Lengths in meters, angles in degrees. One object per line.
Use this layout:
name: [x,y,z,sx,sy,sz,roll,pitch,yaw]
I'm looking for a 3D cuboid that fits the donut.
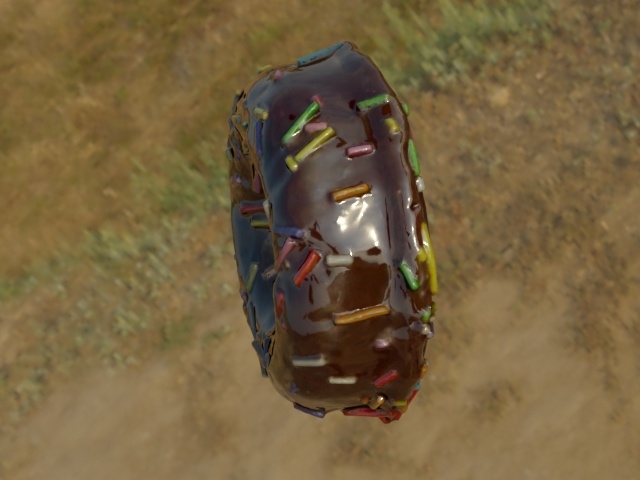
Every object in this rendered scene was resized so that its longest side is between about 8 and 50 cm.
donut: [0.000,0.000,0.832,0.089,0.235,0.235,-8,33,-12]
